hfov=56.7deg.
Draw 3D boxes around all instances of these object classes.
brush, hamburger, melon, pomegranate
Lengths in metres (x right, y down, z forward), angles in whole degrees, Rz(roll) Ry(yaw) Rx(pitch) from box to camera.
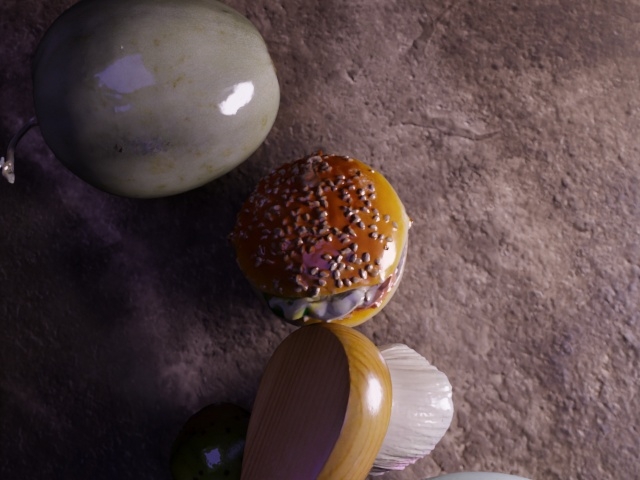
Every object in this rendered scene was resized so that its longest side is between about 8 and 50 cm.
[{"bbox_3d":[0.017,0.233,0.679,0.174,0.166,0.267,21,85,53],"label":"brush"},{"bbox_3d":[0.004,-0.002,0.748,0.236,0.147,0.237,-1,78,4],"label":"hamburger"},{"bbox_3d":[-0.207,-0.181,0.744,0.307,0.272,0.272,9,81,-11],"label":"melon"},{"bbox_3d":[-0.122,0.266,0.735,0.130,0.130,0.130,-1,81,5],"label":"pomegranate"}]

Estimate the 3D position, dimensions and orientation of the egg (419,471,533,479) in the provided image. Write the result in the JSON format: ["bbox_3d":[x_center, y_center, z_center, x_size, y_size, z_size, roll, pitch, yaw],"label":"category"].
[{"bbox_3d":[0.128,0.379,0.633,0.370,0.230,0.230,-16,80,8],"label":"egg"}]
